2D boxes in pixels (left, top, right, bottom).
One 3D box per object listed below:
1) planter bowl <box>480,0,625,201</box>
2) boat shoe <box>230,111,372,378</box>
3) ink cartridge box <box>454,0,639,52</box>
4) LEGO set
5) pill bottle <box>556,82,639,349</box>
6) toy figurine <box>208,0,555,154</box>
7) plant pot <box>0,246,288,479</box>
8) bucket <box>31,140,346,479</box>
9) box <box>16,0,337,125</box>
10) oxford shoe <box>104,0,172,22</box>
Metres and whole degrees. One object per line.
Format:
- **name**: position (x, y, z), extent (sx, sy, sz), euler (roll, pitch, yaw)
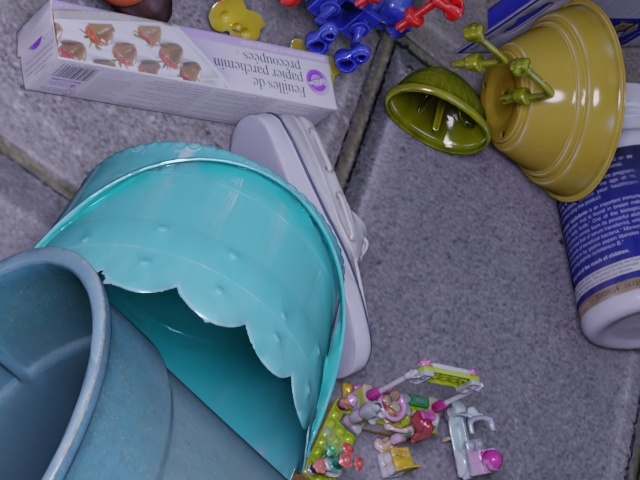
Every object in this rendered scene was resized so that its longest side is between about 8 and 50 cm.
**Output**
- **planter bowl**: position (0.230, -0.150, 1.963), extent (0.090, 0.217, 0.217), euler (2, 65, -23)
- **boat shoe**: position (0.000, 0.000, 1.747), extent (0.088, 0.096, 0.267), euler (-8, 65, -39)
- **ink cartridge box**: position (0.325, -0.281, 2.125), extent (0.371, 0.176, 0.069), euler (-10, 75, -44)
- **LEGO set**: position (0.062, 0.179, 1.686), extent (0.287, 0.107, 0.132), euler (-13, 77, -45)
- **pill bottle**: position (0.336, -0.028, 2.013), extent (0.153, 0.153, 0.264), euler (10, 61, -38)
- **toy figurine**: position (0.067, -0.269, 1.891), extent (0.362, 0.191, 0.217), euler (29, 46, -28)
- **plant pot**: position (-0.156, 0.238, 1.321), extent (0.334, 0.341, 0.341), euler (41, 46, -29)
- **bucket**: position (-0.115, 0.066, 1.487), extent (0.281, 0.281, 0.183), euler (38, 44, -20)
- **box**: position (-0.129, -0.158, 1.734), extent (0.324, 0.067, 0.063), euler (6, 63, -39)
- **oxford shoe**: position (-0.203, -0.320, 1.761), extent (0.098, 0.097, 0.271), euler (48, 24, -62)
